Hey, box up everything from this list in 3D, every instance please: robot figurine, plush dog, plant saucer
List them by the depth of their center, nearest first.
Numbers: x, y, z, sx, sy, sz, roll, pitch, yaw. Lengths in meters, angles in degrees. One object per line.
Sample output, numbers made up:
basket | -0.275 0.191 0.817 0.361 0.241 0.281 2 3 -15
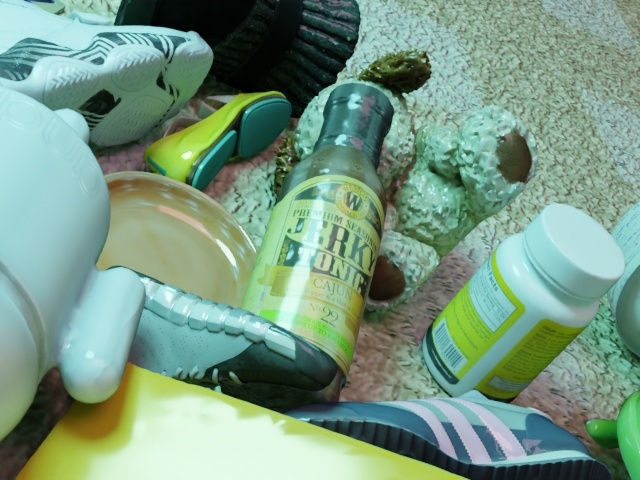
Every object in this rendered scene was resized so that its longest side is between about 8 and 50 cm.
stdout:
robot figurine | -0.273 0.020 0.775 0.299 0.200 0.353 19 37 -7
plant saucer | -0.146 0.018 1.027 0.200 0.037 0.200 22 37 -18
plush dog | 0.075 -0.080 1.202 0.225 0.262 0.210 47 2 -1

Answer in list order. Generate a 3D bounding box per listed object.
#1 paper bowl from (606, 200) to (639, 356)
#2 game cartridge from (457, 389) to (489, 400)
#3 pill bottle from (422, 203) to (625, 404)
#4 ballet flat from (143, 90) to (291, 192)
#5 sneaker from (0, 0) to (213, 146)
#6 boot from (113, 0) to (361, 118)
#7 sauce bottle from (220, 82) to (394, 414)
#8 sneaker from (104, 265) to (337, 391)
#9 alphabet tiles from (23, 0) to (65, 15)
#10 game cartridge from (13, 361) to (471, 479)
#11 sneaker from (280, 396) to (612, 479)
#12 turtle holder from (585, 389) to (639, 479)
paper bowl | 0.488 0.058 1.296 0.284 0.284 0.148 22 39 -19
game cartridge | 0.135 0.263 0.966 0.198 0.062 0.297 36 35 7
pill bottle | 0.205 0.069 1.112 0.119 0.208 0.119 23 37 -19
ballet flat | -0.112 -0.120 1.190 0.077 0.077 0.231 26 35 14
sneaker | -0.279 -0.196 1.056 0.365 0.137 0.210 -22 67 -47
boot | -0.064 -0.276 1.192 0.260 0.348 0.131 20 65 -17
sauce bottle | 0.000 0.000 1.018 0.111 0.111 0.344 24 57 -16
sneaker | -0.101 0.113 0.865 0.228 0.132 0.086 17 -11 31
alphabet tiles | -0.417 -0.237 1.118 0.285 0.011 0.342 36 35 -1
game cartridge | -0.068 0.231 0.690 0.323 0.053 0.285 16 46 19
sneaker | 0.081 0.178 0.911 0.319 0.112 0.131 14 17 -25
turtle holder | 0.448 0.243 1.083 0.320 0.227 0.243 43 25 -17
